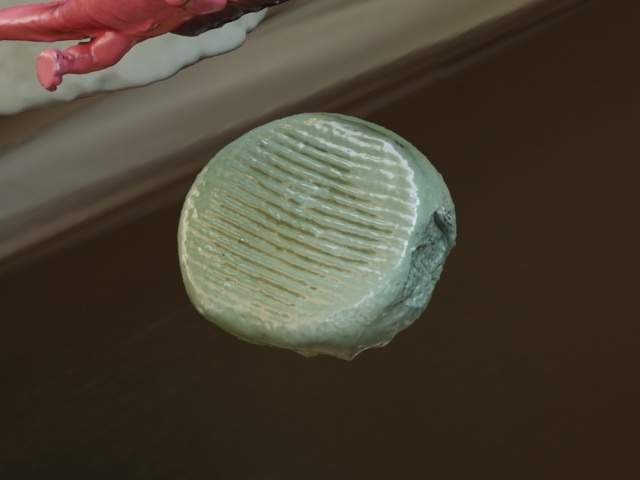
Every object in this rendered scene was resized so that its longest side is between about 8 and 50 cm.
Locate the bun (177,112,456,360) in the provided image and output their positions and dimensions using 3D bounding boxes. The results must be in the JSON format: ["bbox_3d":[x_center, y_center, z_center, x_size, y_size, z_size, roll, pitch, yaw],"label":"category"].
[{"bbox_3d":[-0.003,-0.001,1.056,0.221,0.221,0.108,54,1,33],"label":"bun"}]

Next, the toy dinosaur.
[{"bbox_3d":[-0.085,-0.118,0.673,0.286,0.139,0.070,-22,-95,45],"label":"toy dinosaur"}]

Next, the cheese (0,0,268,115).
[{"bbox_3d":[-0.192,-0.206,0.970,0.332,0.292,0.153,-95,174,-65],"label":"cheese"}]
